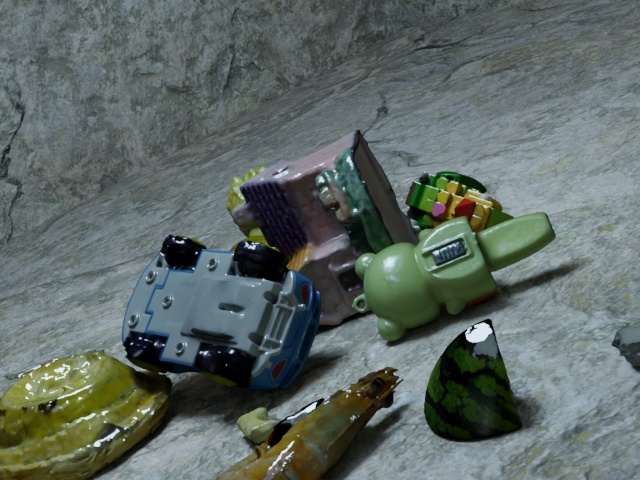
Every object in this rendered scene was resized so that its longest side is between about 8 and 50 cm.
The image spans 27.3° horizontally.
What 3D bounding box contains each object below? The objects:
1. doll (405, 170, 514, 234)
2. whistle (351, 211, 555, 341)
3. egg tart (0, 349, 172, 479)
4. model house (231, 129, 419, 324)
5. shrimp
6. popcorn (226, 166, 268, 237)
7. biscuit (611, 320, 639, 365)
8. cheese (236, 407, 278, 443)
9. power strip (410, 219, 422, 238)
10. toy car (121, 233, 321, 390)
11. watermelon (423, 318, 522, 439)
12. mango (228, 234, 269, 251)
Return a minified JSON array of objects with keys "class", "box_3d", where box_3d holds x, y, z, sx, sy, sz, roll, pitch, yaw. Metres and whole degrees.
[{"class":"doll","box_3d":[0.214,-0.044,2.000,0.186,0.134,0.106,25,94,63]},{"class":"whistle","box_3d":[0.175,0.036,1.758,0.288,0.131,0.106,-23,-27,5]},{"class":"egg tart","box_3d":[-0.347,0.238,1.831,0.290,0.115,0.290,-19,17,6]},{"class":"model house","box_3d":[0.000,0.000,1.927,0.237,0.237,0.202,-24,21,14]},{"class":"shrimp","box_3d":[-0.022,0.232,1.496,0.287,0.063,0.152,-36,8,-35]},{"class":"popcorn","box_3d":[-0.086,-0.065,2.402,0.142,0.173,0.173,-44,24,-29]},{"class":"biscuit","box_3d":[0.433,0.087,1.356,0.141,0.038,0.290,-34,18,-36]},{"class":"cheese","box_3d":[-0.075,0.229,1.621,0.044,0.030,0.083,-33,11,-12]},{"class":"power strip","box_3d":[0.100,-0.004,2.159,0.191,0.030,0.047,-12,18,36]},{"class":"toy car","box_3d":[-0.138,0.109,1.823,0.314,0.166,0.198,3,67,44]},{"class":"watermelon","box_3d":[0.169,0.164,1.442,0.094,0.125,0.135,3,-29,-46]},{"class":"mango","box_3d":[-0.105,0.043,2.187,0.137,0.091,0.237,-12,17,15]}]
